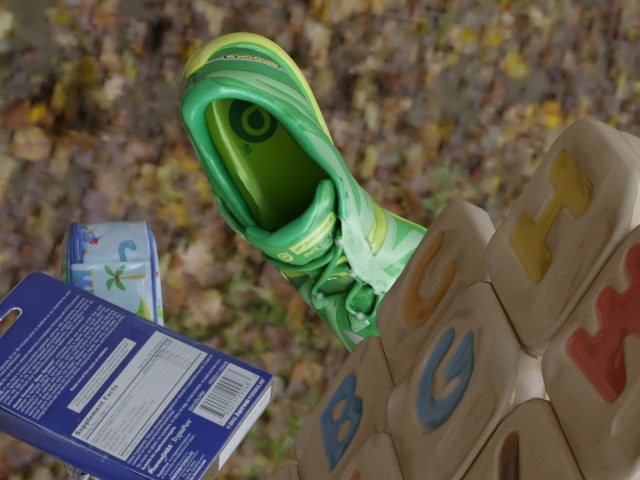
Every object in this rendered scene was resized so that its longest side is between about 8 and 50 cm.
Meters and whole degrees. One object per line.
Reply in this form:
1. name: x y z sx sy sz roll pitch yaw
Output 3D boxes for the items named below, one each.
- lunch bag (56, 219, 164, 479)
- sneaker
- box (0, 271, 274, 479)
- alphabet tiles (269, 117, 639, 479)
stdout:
1. lunch bag: -0.183 0.101 1.454 0.176 0.090 0.219 121 -35 -74
2. sneaker: 0.000 0.000 1.112 0.295 0.109 0.123 49 23 -8
3. box: -0.166 0.113 1.295 0.136 0.225 0.036 -52 159 -40
4. alphabet tiles: 0.019 0.105 0.461 0.021 0.278 0.284 25 109 -17
